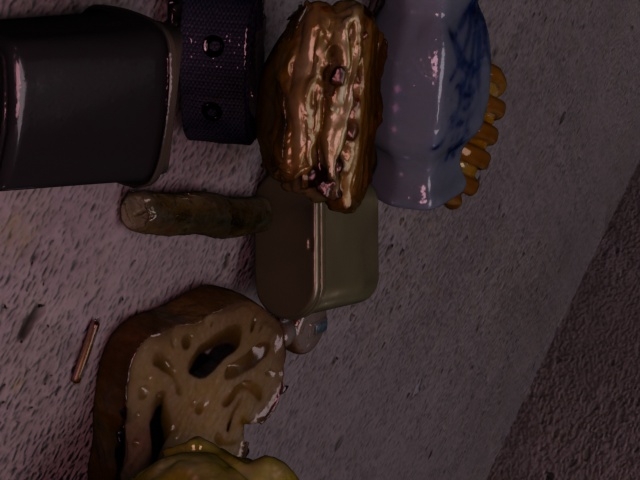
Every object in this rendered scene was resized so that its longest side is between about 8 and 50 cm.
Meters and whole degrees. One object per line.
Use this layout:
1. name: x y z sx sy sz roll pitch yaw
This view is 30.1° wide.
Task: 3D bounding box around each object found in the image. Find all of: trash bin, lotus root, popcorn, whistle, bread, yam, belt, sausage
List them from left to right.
1. trash bin: -0.287 -0.164 1.388 0.290 0.182 0.209 -14 120 -50
2. sausage: -0.329 0.156 1.668 0.015 0.015 0.100 15 94 -60
3. lotus root: -0.210 0.244 1.833 0.390 0.111 0.375 -55 146 -19
4. popcorn: -0.166 0.436 1.635 0.312 0.312 0.312 -36 136 -44
5. yam: -0.174 -0.038 1.756 0.317 0.071 0.067 -1 71 -58
6. belt: -0.144 -0.243 1.628 0.140 0.126 0.230 -75 169 -60
7. whistle: -0.050 0.157 2.084 0.220 0.057 0.107 -16 120 -56
8. bread: -0.005 -0.180 1.615 0.324 0.167 0.277 -37 132 -80
9. trash bin: 0.000 0.000 1.985 0.247 0.121 0.243 -6 95 -62
10. bread: 0.283 -0.217 2.347 0.173 0.121 0.311 14 94 -59

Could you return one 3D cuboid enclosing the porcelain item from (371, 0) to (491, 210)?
1. porcelain item: 0.180 -0.270 2.087 0.242 0.178 0.405 -30 129 -48
